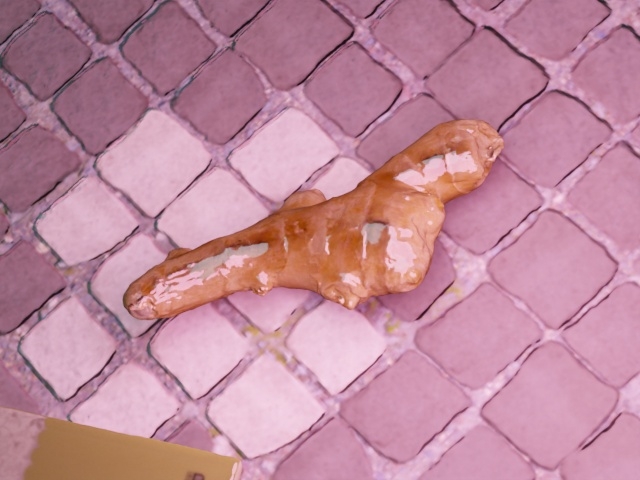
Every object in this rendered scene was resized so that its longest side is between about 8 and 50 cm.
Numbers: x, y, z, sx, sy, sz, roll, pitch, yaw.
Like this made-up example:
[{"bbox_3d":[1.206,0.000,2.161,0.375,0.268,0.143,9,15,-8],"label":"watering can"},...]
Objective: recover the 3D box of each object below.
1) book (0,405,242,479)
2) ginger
[{"bbox_3d":[-0.257,0.251,1.485,0.352,0.035,0.239,9,66,19],"label":"book"},{"bbox_3d":[0.000,0.000,1.508,0.334,0.081,0.148,-17,57,5],"label":"ginger"}]
